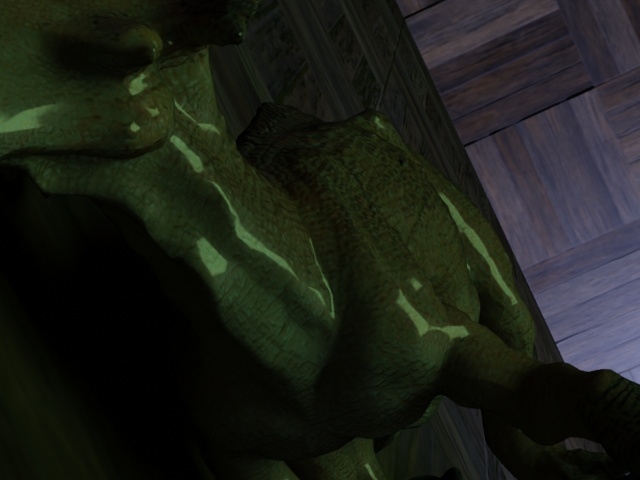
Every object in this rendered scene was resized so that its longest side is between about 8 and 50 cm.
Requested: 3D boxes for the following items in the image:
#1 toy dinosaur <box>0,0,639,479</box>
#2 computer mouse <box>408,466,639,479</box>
[{"bbox_3d":[0.000,0.000,0.453,0.200,0.127,0.295,61,3,13],"label":"toy dinosaur"},{"bbox_3d":[0.142,0.112,0.541,0.184,0.262,0.060,-63,152,-71],"label":"computer mouse"}]
